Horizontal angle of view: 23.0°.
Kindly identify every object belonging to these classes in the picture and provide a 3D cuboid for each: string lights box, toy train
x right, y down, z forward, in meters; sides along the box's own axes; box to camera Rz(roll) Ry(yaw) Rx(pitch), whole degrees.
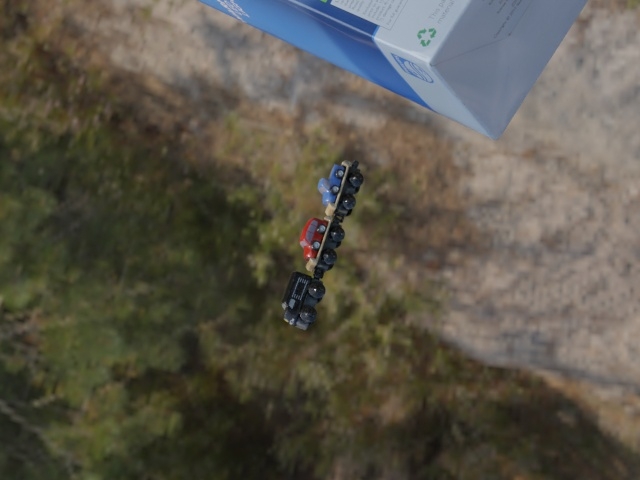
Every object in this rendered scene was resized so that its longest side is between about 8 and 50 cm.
[{"bbox_3d":[0.007,-0.162,0.748,0.260,0.133,0.077,30,174,38],"label":"string lights box"},{"bbox_3d":[0.000,0.000,1.340,0.036,0.158,0.027,20,160,-2],"label":"toy train"}]
